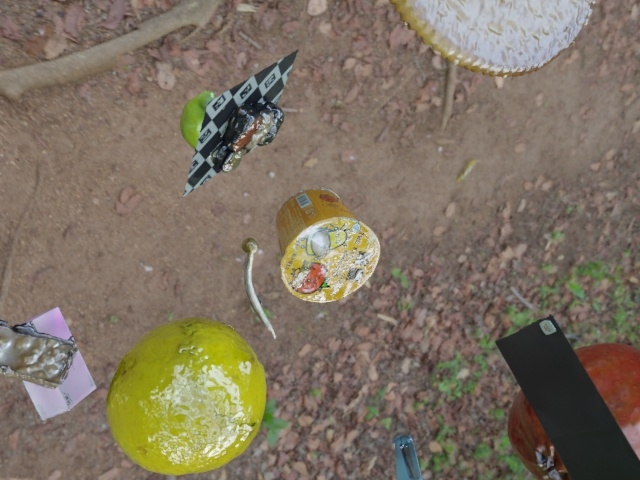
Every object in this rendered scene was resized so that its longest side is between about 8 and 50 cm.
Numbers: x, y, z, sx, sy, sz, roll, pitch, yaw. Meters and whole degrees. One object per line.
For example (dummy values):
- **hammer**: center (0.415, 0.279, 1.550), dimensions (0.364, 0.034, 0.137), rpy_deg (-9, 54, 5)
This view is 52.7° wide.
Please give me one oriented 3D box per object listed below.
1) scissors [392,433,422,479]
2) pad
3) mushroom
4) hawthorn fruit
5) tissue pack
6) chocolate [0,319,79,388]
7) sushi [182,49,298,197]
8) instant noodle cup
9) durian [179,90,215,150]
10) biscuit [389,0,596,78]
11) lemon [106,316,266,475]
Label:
- **scissors**: center (0.175, 0.511, 1.287), dimensions (0.180, 0.393, 0.032), rpy_deg (-28, 104, 11)
- **pad**: center (0.238, 0.168, 0.607), dimensions (0.004, 0.193, 0.116), rpy_deg (-23, 166, -20)
- **mushroom**: center (-0.161, 0.121, 1.622), dimensions (0.043, 0.068, 0.306), rpy_deg (-21, 125, -20)
- **hawthorn fruit**: center (0.481, 0.289, 1.038), dimensions (0.330, 0.287, 0.287), rpy_deg (-25, 125, -20)
- **tissue pack**: center (-0.694, 0.310, 1.659), dimensions (0.093, 0.148, 0.246), rpy_deg (-22, 97, 12)
- **chocolate**: center (-0.583, 0.174, 1.086), dimensions (0.330, 0.102, 0.065), rpy_deg (17, 129, -9)
- **sushi**: center (-0.118, -0.177, 1.069), dimensions (0.220, 0.047, 0.231), rpy_deg (-43, 169, -38)
- **instant noodle cup**: center (0.000, 0.000, 1.387), dimensions (0.216, 0.172, 0.215), rpy_deg (-10, 126, -13)
- **durian**: center (-0.292, -0.294, 1.686), dimensions (0.139, 0.250, 0.101), rpy_deg (10, 135, -29)
- **biscuit**: center (0.170, -0.315, 0.667), dimensions (0.306, 0.038, 0.305), rpy_deg (2, 85, -25)
- **lemon**: center (-0.307, 0.354, 1.455), dimensions (0.387, 0.349, 0.350), rpy_deg (-27, 134, 17)
